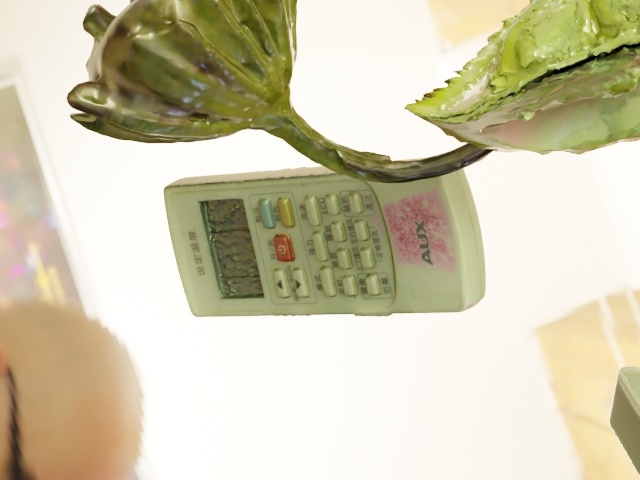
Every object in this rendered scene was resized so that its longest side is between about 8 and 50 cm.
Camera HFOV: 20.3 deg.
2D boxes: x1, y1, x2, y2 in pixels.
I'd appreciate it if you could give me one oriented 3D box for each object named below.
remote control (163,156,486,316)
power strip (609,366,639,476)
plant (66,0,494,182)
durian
[{"bbox_3d":[-0.001,0.000,1.695,0.344,0.050,0.145,-4,-76,38],"label":"remote control"},{"bbox_3d":[0.318,0.194,1.447,0.385,0.091,0.062,-102,-165,-74],"label":"power strip"},{"bbox_3d":[-0.042,-0.110,1.442,0.333,0.251,0.180,45,11,-7],"label":"plant"},{"bbox_3d":[0.244,-0.143,1.298,0.351,0.169,0.158,-24,-79,31],"label":"durian"}]
